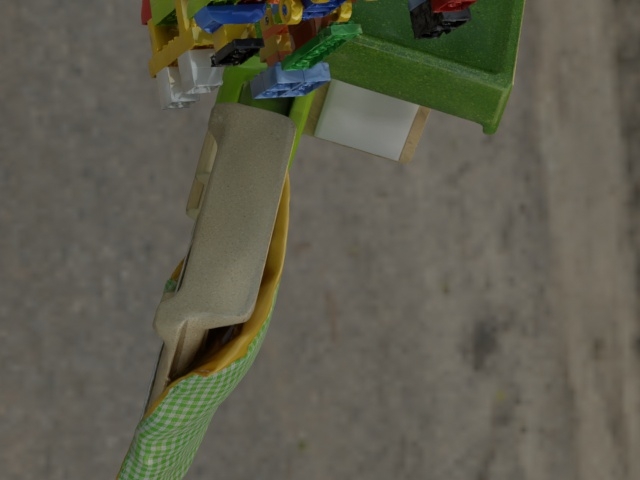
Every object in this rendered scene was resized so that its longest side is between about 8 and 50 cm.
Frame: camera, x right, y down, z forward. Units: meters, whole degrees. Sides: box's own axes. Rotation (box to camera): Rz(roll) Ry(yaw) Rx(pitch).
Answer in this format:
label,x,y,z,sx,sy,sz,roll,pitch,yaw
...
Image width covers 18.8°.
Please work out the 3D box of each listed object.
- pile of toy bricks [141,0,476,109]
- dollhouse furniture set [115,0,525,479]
label,x,y,z,sx,sy,sz,roll,pitch,yaw
pile of toy bricks,-0.008,-0.140,0.918,0.118,0.212,0.105,-6,82,-27
dollhouse furniture set,0.000,0.000,1.050,0.197,0.151,0.302,110,-6,-51
